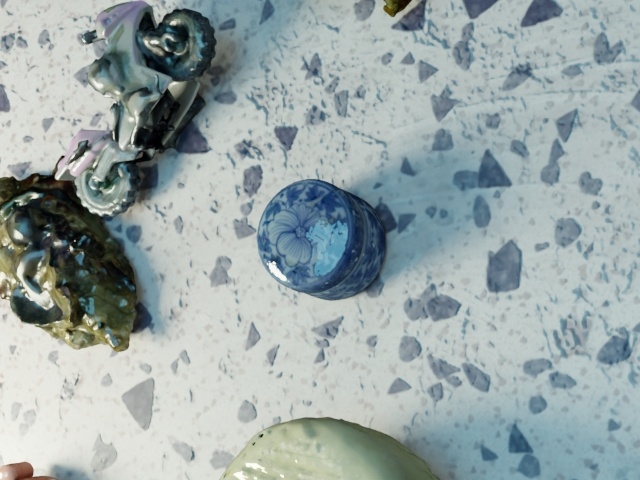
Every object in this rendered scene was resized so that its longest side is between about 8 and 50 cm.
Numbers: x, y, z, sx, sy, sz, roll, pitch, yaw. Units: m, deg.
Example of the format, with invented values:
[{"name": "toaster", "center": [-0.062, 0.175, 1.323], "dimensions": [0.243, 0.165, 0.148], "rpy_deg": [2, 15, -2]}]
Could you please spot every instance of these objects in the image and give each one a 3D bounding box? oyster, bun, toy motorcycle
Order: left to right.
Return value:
[{"name": "oyster", "center": [-0.403, 0.045, 1.958], "dimensions": [0.221, 0.096, 0.361], "rpy_deg": [-43, 63, 21]}, {"name": "toy motorcycle", "center": [-0.277, -0.201, 1.909], "dimensions": [0.188, 0.143, 0.327], "rpy_deg": [38, 109, 21]}, {"name": "bun", "center": [0.014, 0.400, 1.620], "dimensions": [0.359, 0.211, 0.360], "rpy_deg": [-11, 65, 25]}]

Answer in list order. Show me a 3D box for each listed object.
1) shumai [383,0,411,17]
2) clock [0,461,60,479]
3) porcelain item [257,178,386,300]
[{"name": "shumai", "center": [0.043, -0.419, 1.799], "dimensions": [0.225, 0.222, 0.261], "rpy_deg": [-45, 29, 42]}, {"name": "clock", "center": [-0.388, 0.405, 1.890], "dimensions": [0.162, 0.093, 0.166], "rpy_deg": [24, 92, 19]}, {"name": "porcelain item", "center": [0.000, 0.000, 1.747], "dimensions": [0.147, 0.114, 0.147], "rpy_deg": [-5, 77, 25]}]
